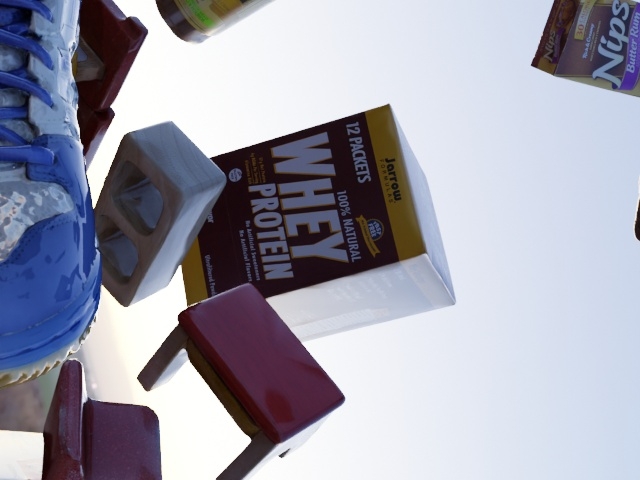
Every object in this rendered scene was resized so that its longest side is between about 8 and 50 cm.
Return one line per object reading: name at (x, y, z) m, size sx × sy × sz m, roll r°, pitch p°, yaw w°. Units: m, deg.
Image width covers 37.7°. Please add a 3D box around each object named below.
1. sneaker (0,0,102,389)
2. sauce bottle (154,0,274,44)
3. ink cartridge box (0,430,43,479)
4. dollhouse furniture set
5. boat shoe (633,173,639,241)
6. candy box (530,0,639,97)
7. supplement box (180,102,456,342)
sneaker at (-0.150, -0.071, 0.388) m, size 0.296 × 0.111 × 0.131 m, roll -116°, pitch -148°, yaw -48°
sauce bottle at (-0.052, -0.362, 1.151) m, size 0.111 × 0.344 × 0.111 m, roll 38°, pitch 38°, yaw -39°
ink cartridge box at (-0.391, 0.258, 0.923) m, size 0.197 × 0.272 × 0.114 m, roll 10°, pitch -90°, yaw 60°
dollhouse furniture set at (-0.158, -0.013, 0.560) m, size 0.374 × 0.201 × 0.152 m, roll 48°, pitch -48°, yaw 17°
boat shoe at (0.587, -0.044, 1.271) m, size 0.123 × 0.341 × 0.123 m, roll -111°, pitch -161°, yaw -57°
candy box at (0.355, -0.238, 1.136) m, size 0.053 × 0.186 × 0.109 m, roll 46°, pitch -55°, yaw 56°
supplement box at (0.000, 0.000, 0.815) m, size 0.191 × 0.194 × 0.129 m, roll 45°, pitch 32°, yaw -68°
